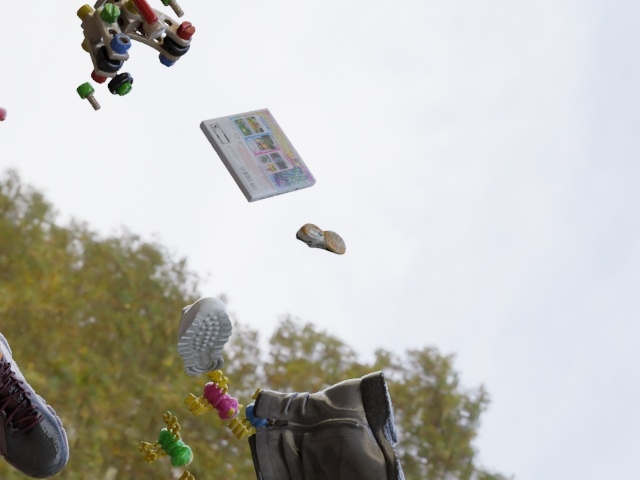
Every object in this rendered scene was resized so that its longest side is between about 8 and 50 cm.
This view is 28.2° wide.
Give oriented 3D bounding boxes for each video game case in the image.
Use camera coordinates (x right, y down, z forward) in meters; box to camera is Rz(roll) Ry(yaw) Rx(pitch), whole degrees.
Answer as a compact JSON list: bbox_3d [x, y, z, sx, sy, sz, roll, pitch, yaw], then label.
[{"bbox_3d":[-0.099,-0.137,2.022,0.157,0.143,0.019,56,-46,17],"label":"video game case"}]

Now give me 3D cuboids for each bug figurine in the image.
[{"bbox_3d":[-0.186,0.351,2.186,0.279,0.072,0.216,-48,-130,5],"label":"bug figurine"}]

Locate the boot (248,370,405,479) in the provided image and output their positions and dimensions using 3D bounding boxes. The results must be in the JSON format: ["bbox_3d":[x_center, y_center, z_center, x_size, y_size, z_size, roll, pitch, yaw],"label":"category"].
[{"bbox_3d":[0.012,0.348,1.888,0.222,0.118,0.338,-12,-143,3],"label":"boot"}]

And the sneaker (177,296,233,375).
[{"bbox_3d":[-0.197,0.138,2.057,0.235,0.090,0.095,112,-31,-60],"label":"sneaker"}]

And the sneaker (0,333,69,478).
[{"bbox_3d":[-0.495,0.238,1.956,0.106,0.162,0.281,-35,-105,-12],"label":"sneaker"}]

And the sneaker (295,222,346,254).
[{"bbox_3d":[0.000,0.000,1.936,0.037,0.083,0.032,-33,-145,49],"label":"sneaker"}]

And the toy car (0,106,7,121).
[{"bbox_3d":[-0.470,-0.181,1.615,0.159,0.136,0.182,18,-57,65],"label":"toy car"}]

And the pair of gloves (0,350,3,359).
[{"bbox_3d":[-0.481,0.173,1.841,0.074,0.010,0.083,89,14,-49],"label":"pair of gloves"}]

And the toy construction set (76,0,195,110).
[{"bbox_3d":[-0.405,-0.468,2.575,0.237,0.257,0.309,55,-24,9],"label":"toy construction set"}]
